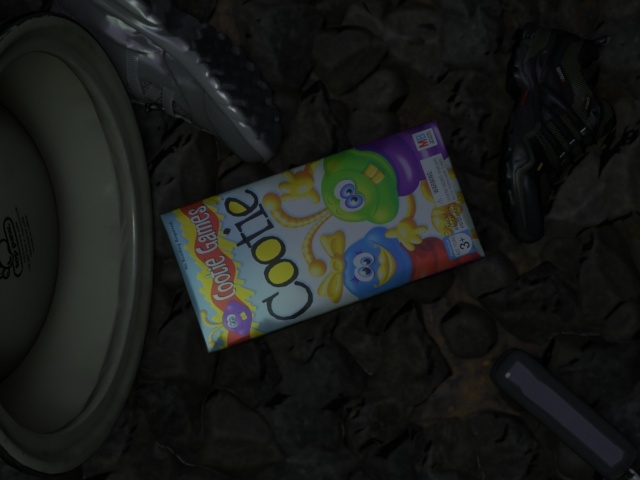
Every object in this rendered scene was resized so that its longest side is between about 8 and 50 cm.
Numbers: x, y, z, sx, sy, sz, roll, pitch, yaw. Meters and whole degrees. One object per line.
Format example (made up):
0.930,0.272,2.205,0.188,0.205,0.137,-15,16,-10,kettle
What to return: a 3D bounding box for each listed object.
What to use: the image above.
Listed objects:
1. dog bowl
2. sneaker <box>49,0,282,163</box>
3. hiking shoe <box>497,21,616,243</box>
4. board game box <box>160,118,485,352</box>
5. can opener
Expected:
-0.294,0.002,1.267,0.150,0.408,0.408,0,86,16,dog bowl
-0.158,-0.171,1.432,0.281,0.105,0.115,43,116,-1,sneaker
0.242,-0.107,1.429,0.114,0.086,0.226,6,86,2,hiking shoe
0.000,0.000,1.386,0.275,0.142,0.144,-20,87,-3,board game box
0.275,0.222,1.416,0.093,0.074,0.280,-45,89,-3,can opener
